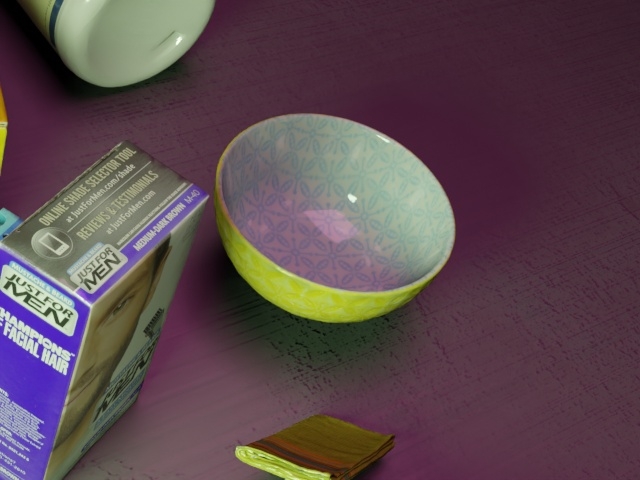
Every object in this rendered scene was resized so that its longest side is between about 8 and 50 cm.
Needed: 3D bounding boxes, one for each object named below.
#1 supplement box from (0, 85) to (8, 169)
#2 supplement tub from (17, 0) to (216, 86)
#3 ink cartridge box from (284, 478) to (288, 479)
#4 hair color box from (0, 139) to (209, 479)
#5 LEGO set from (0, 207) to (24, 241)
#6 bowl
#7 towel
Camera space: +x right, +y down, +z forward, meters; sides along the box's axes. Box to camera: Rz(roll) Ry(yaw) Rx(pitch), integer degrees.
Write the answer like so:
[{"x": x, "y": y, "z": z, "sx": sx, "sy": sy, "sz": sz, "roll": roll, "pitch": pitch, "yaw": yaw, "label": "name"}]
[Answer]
[{"x": -0.493, "y": -0.187, "z": 1.461, "sx": 0.194, "sy": 0.195, "sz": 0.356, "roll": -2, "pitch": 50, "yaw": -23, "label": "supplement box"}, {"x": -0.314, "y": -0.391, "z": 1.689, "sx": 0.235, "sy": 0.235, "sz": 0.325, "roll": -21, "pitch": 60, "yaw": -35, "label": "supplement tub"}, {"x": 0.045, "y": 0.355, "z": 1.227, "sx": 0.354, "sy": 0.119, "sz": 0.207, "roll": 14, "pitch": 45, "yaw": -8, "label": "ink cartridge box"}, {"x": -0.232, "y": 0.087, "z": 1.209, "sx": 0.110, "sy": 0.338, "sz": 0.185, "roll": 32, "pitch": 46, "yaw": 10, "label": "hair color box"}, {"x": -0.357, "y": 0.051, "z": 1.372, "sx": 0.093, "sy": 0.087, "sz": 0.227, "roll": 31, "pitch": 47, "yaw": 8, "label": "LEGO set"}, {"x": 0.000, "y": 0.000, "z": 1.510, "sx": 0.290, "sy": 0.156, "sz": 0.289, "roll": 11, "pitch": 47, "yaw": -12, "label": "bowl"}, {"x": 0.001, "y": 0.213, "z": 1.304, "sx": 0.102, "sy": 0.021, "sz": 0.237, "roll": 19, "pitch": 7, "yaw": 18, "label": "towel"}]
